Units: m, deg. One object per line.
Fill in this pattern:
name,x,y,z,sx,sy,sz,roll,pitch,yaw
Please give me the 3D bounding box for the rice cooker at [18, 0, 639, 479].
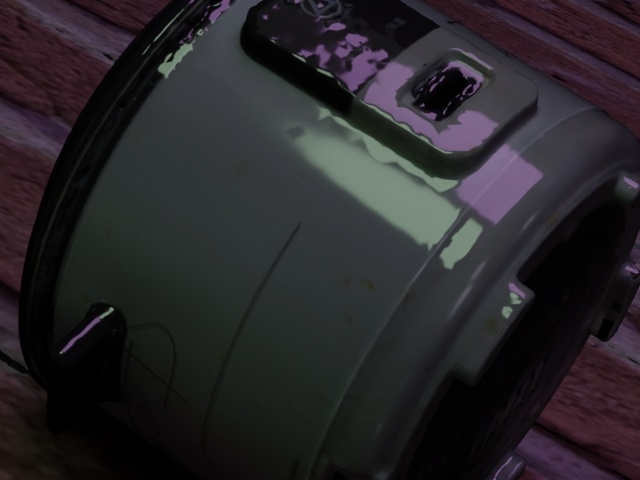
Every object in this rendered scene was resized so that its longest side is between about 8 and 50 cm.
rice cooker,0.000,0.000,0.832,0.227,0.241,0.280,34,53,20
